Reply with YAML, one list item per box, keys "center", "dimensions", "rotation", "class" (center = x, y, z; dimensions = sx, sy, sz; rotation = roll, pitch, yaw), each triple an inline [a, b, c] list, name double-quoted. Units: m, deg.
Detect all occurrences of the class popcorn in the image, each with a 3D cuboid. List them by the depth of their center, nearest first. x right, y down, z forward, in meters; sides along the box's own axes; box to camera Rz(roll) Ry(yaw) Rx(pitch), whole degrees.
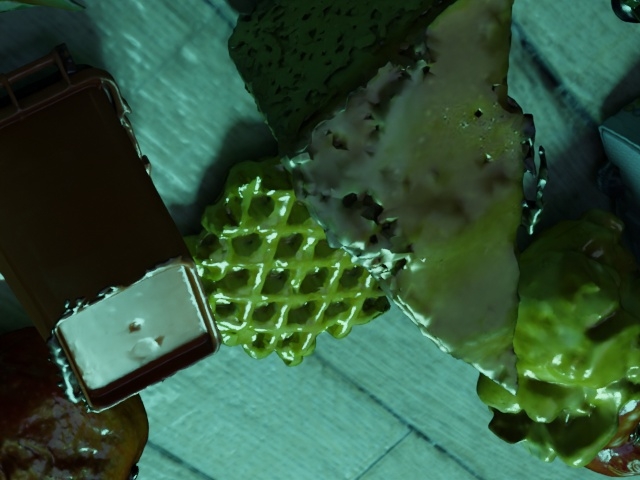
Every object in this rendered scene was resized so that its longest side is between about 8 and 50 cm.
- center: [0.256, 0.100, 1.704]
  dimensions: [0.253, 0.191, 0.190]
  rotation: [-55, 162, 27]
  class: "popcorn"

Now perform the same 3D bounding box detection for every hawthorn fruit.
- center: [-0.232, 0.159, 1.442]
  dimensions: [0.173, 0.173, 0.179]
  rotation: [-13, 134, -24]
  class: "hawthorn fruit"

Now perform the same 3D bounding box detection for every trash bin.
- center: [-0.180, -0.009, 1.260]
  dimensions: [0.161, 0.238, 0.184]
  rotation: [-27, 136, -11]
  class: "trash bin"

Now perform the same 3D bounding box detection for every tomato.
- center: [0.383, 0.189, 1.930]
  dimensions: [0.228, 0.101, 0.228]
  rotation: [-16, 135, -17]
  class: "tomato"

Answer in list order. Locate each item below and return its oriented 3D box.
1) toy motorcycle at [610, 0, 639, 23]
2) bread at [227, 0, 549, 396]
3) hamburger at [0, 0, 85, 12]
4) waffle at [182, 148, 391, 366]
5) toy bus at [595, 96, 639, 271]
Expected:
- center: [0.388, -0.272, 1.502]
  dimensions: [0.205, 0.127, 0.275]
  rotation: [21, 121, -43]
  class: "toy motorcycle"
- center: [0.109, -0.094, 1.328]
  dimensions: [0.315, 0.248, 0.279]
  rotation: [36, 100, -33]
  class: "bread"
- center: [-0.188, -0.277, 1.099]
  dimensions: [0.276, 0.150, 0.260]
  rotation: [1, 113, -6]
  class: "hamburger"
- center: [0.001, 0.001, 1.534]
  dimensions: [0.291, 0.051, 0.291]
  rotation: [-17, 136, -18]
  class: "waffle"
- center: [0.374, -0.020, 1.731]
  dimensions: [0.136, 0.109, 0.329]
  rotation: [-37, 140, -14]
  class: "toy bus"
